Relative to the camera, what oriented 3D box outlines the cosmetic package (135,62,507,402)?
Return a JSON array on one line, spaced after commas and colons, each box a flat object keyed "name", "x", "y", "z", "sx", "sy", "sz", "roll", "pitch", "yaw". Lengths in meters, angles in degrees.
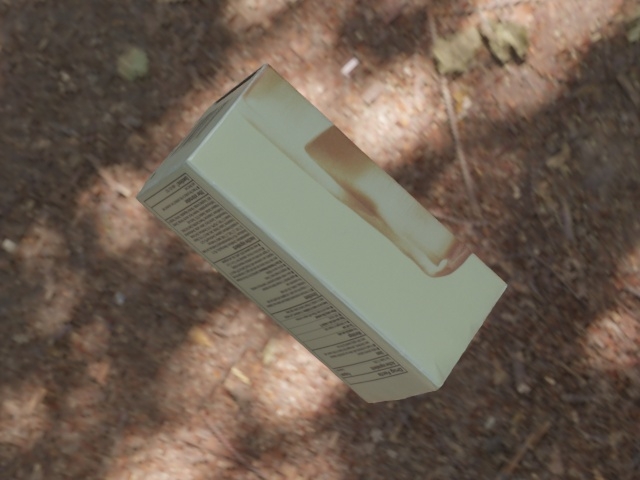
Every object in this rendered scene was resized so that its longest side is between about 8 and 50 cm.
[{"name": "cosmetic package", "x": 0.000, "y": 0.000, "z": 1.333, "sx": 0.129, "sy": 0.296, "sz": 0.153, "roll": -52, "pitch": 13, "yaw": -24}]
